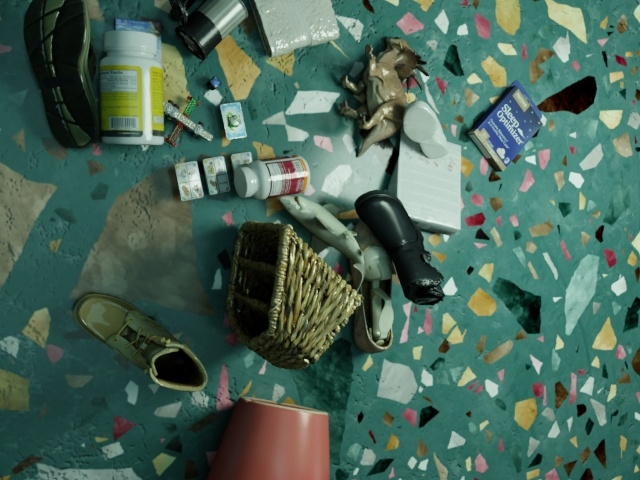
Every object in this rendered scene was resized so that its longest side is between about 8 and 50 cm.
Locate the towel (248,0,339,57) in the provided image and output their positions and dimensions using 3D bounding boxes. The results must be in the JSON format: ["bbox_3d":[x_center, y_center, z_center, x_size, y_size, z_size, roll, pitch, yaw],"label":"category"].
[{"bbox_3d":[-0.074,-0.563,1.359,0.187,0.049,0.282,-22,100,-20],"label":"towel"}]

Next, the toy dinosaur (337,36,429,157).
[{"bbox_3d":[0.159,-0.339,1.431,0.200,0.127,0.296,-1,98,-30],"label":"toy dinosaur"}]

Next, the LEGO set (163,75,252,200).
[{"bbox_3d":[-0.245,-0.219,1.309,0.182,0.060,0.244,-16,100,-33],"label":"LEGO set"}]

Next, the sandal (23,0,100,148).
[{"bbox_3d":[-0.481,-0.329,1.175,0.120,0.086,0.303,1,110,2],"label":"sandal"}]

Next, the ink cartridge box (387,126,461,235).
[{"bbox_3d":[0.260,-0.143,1.525,0.189,0.066,0.232,13,65,-23],"label":"ink cartridge box"}]

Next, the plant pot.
[{"bbox_3d":[-0.099,0.462,1.276,0.274,0.275,0.243,15,77,-23],"label":"plant pot"}]

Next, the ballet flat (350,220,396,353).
[{"bbox_3d":[0.133,0.109,1.435,0.107,0.106,0.316,-5,93,-23],"label":"ballet flat"}]

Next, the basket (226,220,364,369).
[{"bbox_3d":[-0.104,0.108,1.230,0.223,0.299,0.213,44,77,-21],"label":"basket"}]

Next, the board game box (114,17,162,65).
[{"bbox_3d":[-0.370,-0.400,1.251,0.090,0.020,0.090,-3,94,-23],"label":"board game box"}]

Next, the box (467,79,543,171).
[{"bbox_3d":[0.498,-0.306,1.620,0.136,0.036,0.225,47,73,-17],"label":"box"}]

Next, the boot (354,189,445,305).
[{"bbox_3d":[0.182,0.021,1.365,0.094,0.207,0.246,-33,134,19],"label":"boot"}]

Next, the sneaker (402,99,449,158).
[{"bbox_3d":[0.244,-0.279,1.450,0.212,0.080,0.094,43,41,-56],"label":"sneaker"}]

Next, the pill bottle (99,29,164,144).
[{"bbox_3d":[-0.365,-0.290,1.192,0.119,0.119,0.209,-2,99,-23],"label":"pill bottle"}]

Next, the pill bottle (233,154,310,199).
[{"bbox_3d":[-0.105,-0.135,1.326,0.152,0.086,0.086,-12,96,-31],"label":"pill bottle"}]

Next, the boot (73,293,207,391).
[{"bbox_3d":[-0.344,0.196,1.178,0.262,0.203,0.095,41,76,-20],"label":"boot"}]

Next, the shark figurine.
[{"bbox_3d":[0.024,0.015,1.376,0.278,0.116,0.166,49,29,21],"label":"shark figurine"}]

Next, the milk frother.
[{"bbox_3d":[-0.232,-0.465,1.242,0.129,0.143,0.135,43,78,-11],"label":"milk frother"}]
